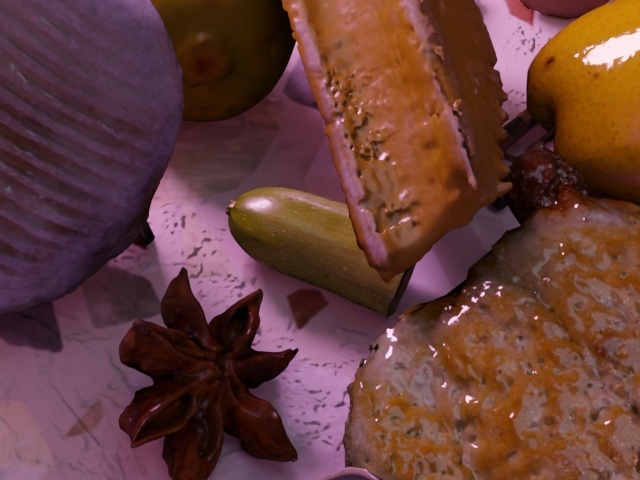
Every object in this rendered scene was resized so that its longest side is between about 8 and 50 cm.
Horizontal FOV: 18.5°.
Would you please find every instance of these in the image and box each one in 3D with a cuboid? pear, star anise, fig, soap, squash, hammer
[{"bbox_3d":[0.385,-0.143,1.979,0.336,0.285,0.285,-5,48,25],"label":"pear"},{"bbox_3d":[-0.107,0.130,1.755,0.212,0.111,0.196,-15,76,-57],"label":"star anise"},{"bbox_3d":[-0.124,-0.238,1.957,0.207,0.207,0.230,8,55,-7],"label":"fig"},{"bbox_3d":[0.108,-0.116,1.903,0.169,0.304,0.338,-25,70,22],"label":"soap"},{"bbox_3d":[0.000,0.000,1.884,0.188,0.095,0.095,23,53,8],"label":"squash"},{"bbox_3d":[0.240,-0.143,2.073,0.111,0.033,0.288,42,57,17],"label":"hammer"}]

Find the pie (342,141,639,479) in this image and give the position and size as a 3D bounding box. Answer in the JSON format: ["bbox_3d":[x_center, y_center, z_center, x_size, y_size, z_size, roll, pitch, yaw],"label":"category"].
[{"bbox_3d":[0.239,0.157,1.777,0.395,0.180,0.418,28,66,15],"label":"pie"}]

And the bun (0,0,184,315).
[{"bbox_3d":[-0.299,-0.111,1.768,0.362,0.361,0.211,1,16,-11],"label":"bun"}]

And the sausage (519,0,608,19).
[{"bbox_3d":[0.280,-0.374,2.192,0.123,0.123,0.252,12,53,-3],"label":"sausage"}]

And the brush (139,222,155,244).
[{"bbox_3d":[-0.251,-0.111,1.935,0.067,0.072,0.313,-30,67,-4],"label":"brush"}]

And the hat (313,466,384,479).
[{"bbox_3d":[-0.010,0.313,1.628,0.275,0.161,0.232,26,38,36],"label":"hat"}]
